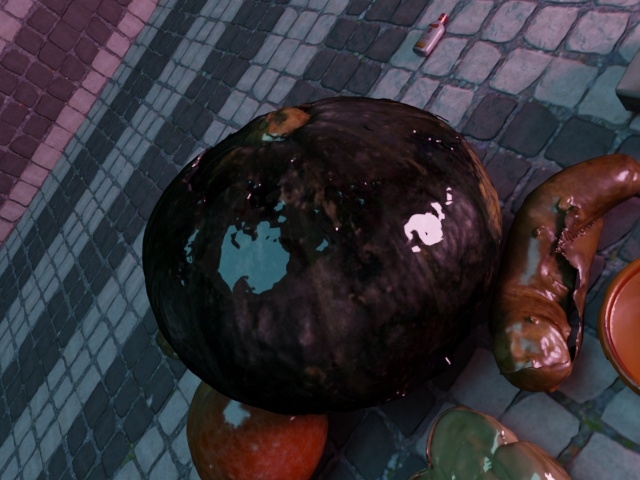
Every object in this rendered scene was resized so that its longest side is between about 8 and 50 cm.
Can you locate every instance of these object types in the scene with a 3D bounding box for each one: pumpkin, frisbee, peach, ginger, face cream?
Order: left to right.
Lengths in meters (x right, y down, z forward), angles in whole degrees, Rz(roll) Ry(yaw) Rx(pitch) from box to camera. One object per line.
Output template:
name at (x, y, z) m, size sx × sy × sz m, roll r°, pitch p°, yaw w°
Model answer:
peach at (-0.085, 0.280, 0.838) m, size 0.233 × 0.233 × 0.232 m, roll -24°, pitch 51°, yaw 34°
pumpkin at (0.000, 0.000, 0.741) m, size 0.455 × 0.343 × 0.454 m, roll -8°, pitch 30°, yaw 5°
face cream at (0.203, -0.375, 1.063) m, size 0.083 × 0.021 × 0.040 m, roll -56°, pitch 42°, yaw 2°
ginger at (0.270, 0.031, 0.681) m, size 0.309 × 0.107 × 0.133 m, roll -67°, pitch 12°, yaw -19°
frisbee at (0.384, 0.088, 0.585) m, size 0.192 × 0.035 × 0.191 m, roll -16°, pitch 52°, yaw 22°

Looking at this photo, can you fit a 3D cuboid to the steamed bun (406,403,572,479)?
steamed bun at (0.188, 0.282, 0.618) m, size 0.192 × 0.106 × 0.177 m, roll 7°, pitch 75°, yaw 56°

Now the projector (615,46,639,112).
projector at (0.446, -0.214, 0.693) m, size 0.115 × 0.061 × 0.147 m, roll 34°, pitch 92°, yaw 48°

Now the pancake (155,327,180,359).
pancake at (-0.262, 0.130, 1.201) m, size 0.222 × 0.042 × 0.236 m, roll -44°, pitch 46°, yaw 9°
